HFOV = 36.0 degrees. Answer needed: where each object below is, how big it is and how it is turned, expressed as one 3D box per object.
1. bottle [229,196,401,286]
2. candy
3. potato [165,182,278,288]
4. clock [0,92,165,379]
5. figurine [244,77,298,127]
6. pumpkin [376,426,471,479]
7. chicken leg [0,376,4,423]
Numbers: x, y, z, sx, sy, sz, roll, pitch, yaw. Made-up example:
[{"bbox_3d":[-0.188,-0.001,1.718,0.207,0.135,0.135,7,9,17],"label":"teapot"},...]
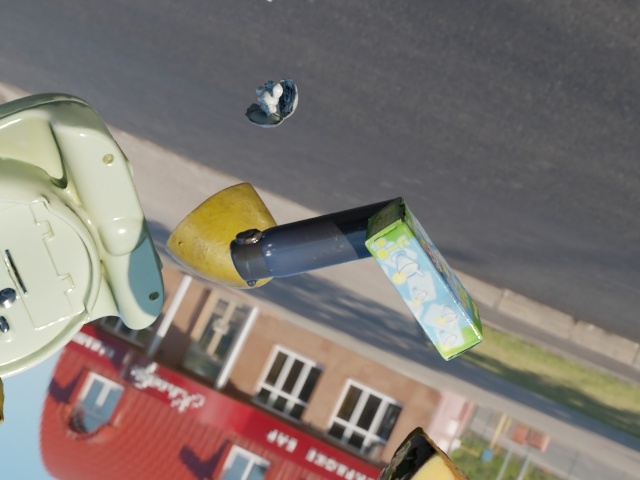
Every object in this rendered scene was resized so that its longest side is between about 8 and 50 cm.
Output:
[{"bbox_3d":[0.000,0.000,1.336,0.072,0.244,0.082,-93,-12,-59],"label":"bottle"},{"bbox_3d":[0.133,0.048,1.255,0.194,0.062,0.097,54,-165,-14],"label":"candy"},{"bbox_3d":[-0.141,0.012,1.676,0.158,0.178,0.203,47,-167,18],"label":"potato"},{"bbox_3d":[-0.326,0.024,0.952,0.108,0.324,0.265,50,159,45],"label":"clock"},{"bbox_3d":[-0.084,-0.248,1.732,0.082,0.086,0.094,0,-145,-33],"label":"figurine"},{"bbox_3d":[0.081,0.252,0.744,0.254,0.149,0.130,50,173,-27],"label":"pumpkin"},{"bbox_3d":[-0.342,0.114,0.355,0.201,0.429,0.153,-100,-8,-58],"label":"chicken leg"}]
